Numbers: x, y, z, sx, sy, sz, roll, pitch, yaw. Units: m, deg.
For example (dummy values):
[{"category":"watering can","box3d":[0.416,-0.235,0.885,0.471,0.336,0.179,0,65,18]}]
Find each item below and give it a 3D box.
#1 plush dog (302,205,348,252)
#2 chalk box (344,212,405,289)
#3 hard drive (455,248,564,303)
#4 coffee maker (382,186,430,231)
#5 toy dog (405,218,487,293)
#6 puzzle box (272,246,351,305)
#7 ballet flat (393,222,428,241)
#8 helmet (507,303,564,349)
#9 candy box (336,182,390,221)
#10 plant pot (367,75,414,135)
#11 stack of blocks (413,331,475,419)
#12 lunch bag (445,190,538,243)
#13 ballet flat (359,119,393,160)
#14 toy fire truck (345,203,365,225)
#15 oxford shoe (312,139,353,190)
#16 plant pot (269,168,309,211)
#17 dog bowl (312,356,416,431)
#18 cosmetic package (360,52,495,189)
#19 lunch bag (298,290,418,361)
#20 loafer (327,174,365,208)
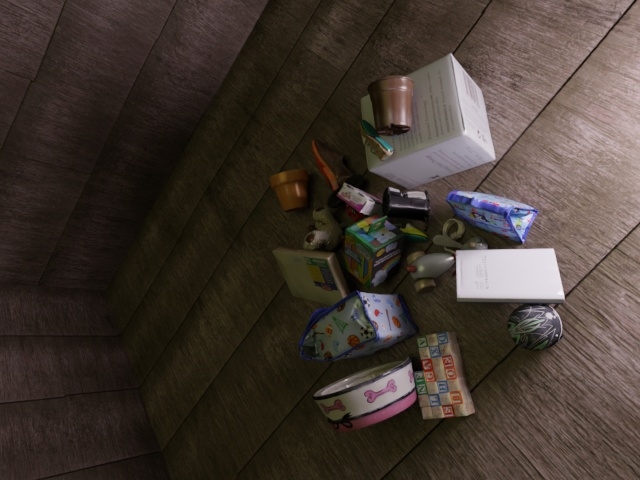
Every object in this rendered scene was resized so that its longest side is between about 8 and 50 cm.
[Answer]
[{"category":"plush dog","box3d":[0.000,0.000,2.077,0.225,0.210,0.262,-34,31,45]},{"category":"chalk box","box3d":[0.219,0.019,1.772,0.179,0.180,0.289,40,144,38]},{"category":"hard drive","box3d":[0.629,0.119,1.454,0.318,0.040,0.210,-2,47,18]},{"category":"coffee maker","box3d":[0.352,-0.135,1.760,0.120,0.178,0.171,100,170,-45]},{"category":"toy dog","box3d":[0.458,0.070,1.660,0.334,0.161,0.220,-51,54,20]},{"category":"puzzle box","box3d":[-0.040,0.168,1.989,0.409,0.052,0.272,6,124,48]},{"category":"ballet flat","box3d":[0.354,-0.035,1.833,0.231,0.077,0.077,-3,62,41]},{"category":"helmet","box3d":[0.705,0.281,1.406,0.169,0.161,0.169,-10,74,38]},{"category":"candy box","box3d":[0.203,-0.162,1.877,0.159,0.233,0.071,41,106,38]},{"category":"plant pot","box3d":[0.254,-0.471,1.524,0.167,0.167,0.165,-6,84,39]},{"category":"stack of blocks","box3d":[0.450,0.508,1.619,0.171,0.087,0.297,-22,67,35]},{"category":"lunch bag","box3d":[0.593,-0.109,1.499,0.221,0.293,0.138,26,97,41]},{"category":"ballet flat","box3d":[0.194,-0.373,1.612,0.067,0.073,0.206,-59,46,35]},{"category":"toy fire truck","box3d":[0.172,-0.088,1.989,0.192,0.047,0.135,-127,30,-57]},{"category":"oxford shoe","box3d":[0.056,-0.394,2.152,0.132,0.130,0.364,-24,53,-2]},{"category":"plant pot","box3d":[-0.147,-0.253,2.230,0.205,0.205,0.188,-14,87,37]},{"category":"dog bowl","box3d":[0.182,0.590,1.638,0.408,0.408,0.150,-30,75,32]},{"category":"cosmetic package","box3d":[0.420,-0.442,1.694,0.393,0.329,0.327,-17,72,37]},{"category":"lunch bag","box3d":[0.136,0.371,1.754,0.385,0.328,0.239,-40,58,30]},{"category":"loafer","box3d":[0.132,-0.218,2.038,0.220,0.078,0.080,-35,53,16]}]
